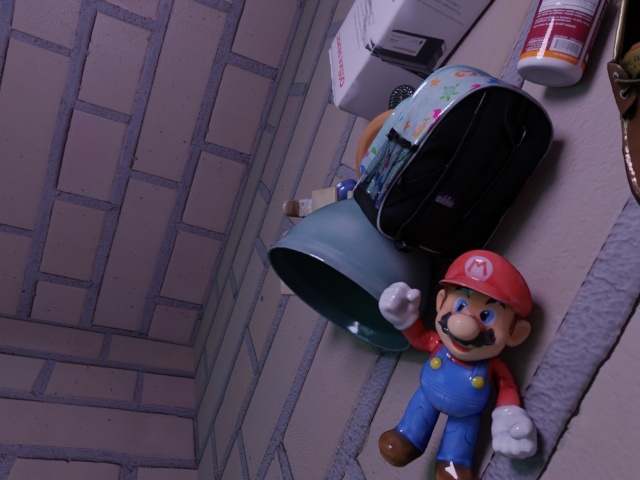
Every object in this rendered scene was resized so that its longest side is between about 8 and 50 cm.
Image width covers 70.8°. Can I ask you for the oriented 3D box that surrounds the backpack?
[{"bbox_3d":[0.194,-0.120,0.665,0.253,0.225,0.191,-58,32,28],"label":"backpack"}]

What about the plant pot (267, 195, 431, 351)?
[{"bbox_3d":[0.079,0.034,0.817,0.196,0.293,0.293,-54,14,-21],"label":"plant pot"}]

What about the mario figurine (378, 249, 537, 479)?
[{"bbox_3d":[0.169,0.167,0.584,0.170,0.198,0.320,-124,47,-79],"label":"mario figurine"}]

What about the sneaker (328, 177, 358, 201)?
[{"bbox_3d":[0.040,-0.014,1.169,0.131,0.112,0.296,52,127,42],"label":"sneaker"}]

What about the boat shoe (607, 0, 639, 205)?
[{"bbox_3d":[0.351,-0.172,0.469,0.111,0.105,0.306,-22,56,64],"label":"boat shoe"}]

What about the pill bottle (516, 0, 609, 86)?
[{"bbox_3d":[0.337,-0.298,0.617,0.086,0.086,0.151,32,105,68],"label":"pill bottle"}]

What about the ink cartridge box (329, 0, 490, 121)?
[{"bbox_3d":[0.185,-0.502,1.016,0.395,0.167,0.285,-50,31,45],"label":"ink cartridge box"}]

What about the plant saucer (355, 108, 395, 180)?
[{"bbox_3d":[0.150,-0.172,0.924,0.200,0.037,0.199,3,94,39],"label":"plant saucer"}]

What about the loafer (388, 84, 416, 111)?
[{"bbox_3d":[0.187,-0.216,0.968,0.080,0.078,0.219,15,102,37],"label":"loafer"}]

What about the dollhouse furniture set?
[{"bbox_3d":[0.000,0.000,1.029,0.212,0.161,0.241,-5,86,38],"label":"dollhouse furniture set"}]
